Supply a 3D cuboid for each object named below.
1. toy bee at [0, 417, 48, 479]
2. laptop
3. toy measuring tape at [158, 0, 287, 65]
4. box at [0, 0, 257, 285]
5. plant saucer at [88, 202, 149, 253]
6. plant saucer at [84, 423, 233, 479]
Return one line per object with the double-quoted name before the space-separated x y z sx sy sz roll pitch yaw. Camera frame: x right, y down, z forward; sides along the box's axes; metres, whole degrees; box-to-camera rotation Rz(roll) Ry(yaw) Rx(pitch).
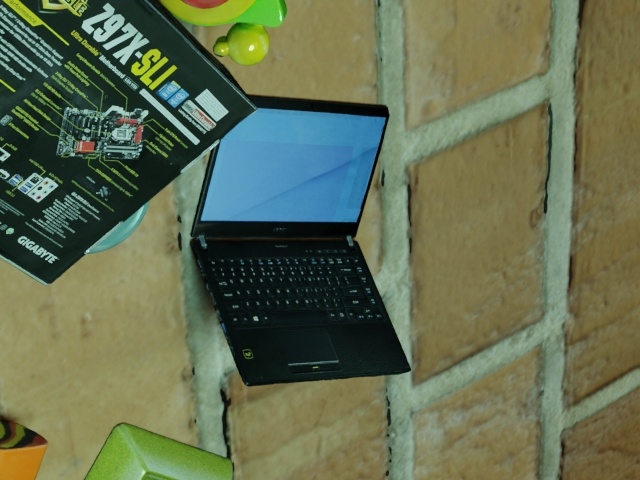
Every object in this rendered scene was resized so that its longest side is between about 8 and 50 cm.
"toy bee" -0.379 0.183 1.420 0.195 0.162 0.298 -61 162 -9
"laptop" 0.000 0.000 1.647 0.234 0.264 0.136 0 149 -41
"toy measuring tape" -0.119 -0.310 1.415 0.121 0.121 0.330 -27 111 -29
"box" -0.235 -0.119 1.323 0.257 0.079 0.322 -41 146 6
"plant saucer" -0.207 -0.038 1.524 0.119 0.021 0.119 -21 126 -33
"plant saucer" -0.187 0.307 1.713 0.188 0.045 0.188 28 92 -46
